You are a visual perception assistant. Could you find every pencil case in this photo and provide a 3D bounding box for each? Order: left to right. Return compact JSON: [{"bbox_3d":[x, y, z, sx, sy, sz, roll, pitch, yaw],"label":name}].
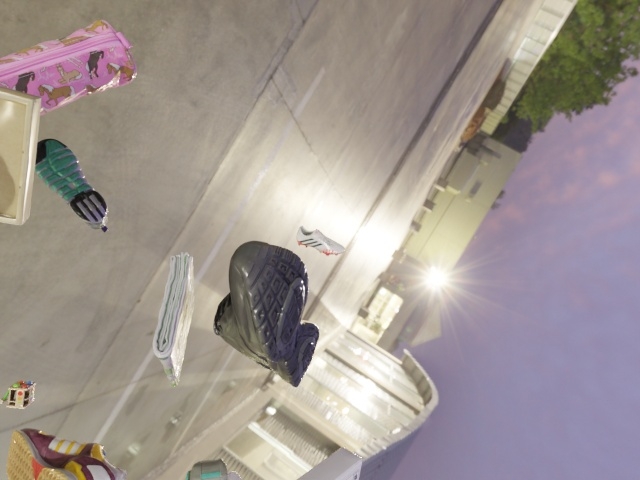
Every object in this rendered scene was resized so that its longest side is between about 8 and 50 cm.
[{"bbox_3d":[-0.620,-0.374,0.991,0.386,0.167,0.160,-41,145,-35],"label":"pencil case"}]

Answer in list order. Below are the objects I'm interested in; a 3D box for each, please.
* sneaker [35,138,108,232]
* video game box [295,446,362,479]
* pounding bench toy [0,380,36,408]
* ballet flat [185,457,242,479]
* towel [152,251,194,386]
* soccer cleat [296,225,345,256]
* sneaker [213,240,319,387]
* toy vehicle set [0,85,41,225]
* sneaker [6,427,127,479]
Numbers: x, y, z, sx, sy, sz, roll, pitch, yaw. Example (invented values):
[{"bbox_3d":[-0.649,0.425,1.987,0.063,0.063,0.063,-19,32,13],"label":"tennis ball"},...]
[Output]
[{"bbox_3d":[-0.540,-0.113,0.944,0.083,0.224,0.098,-33,170,-26],"label":"sneaker"},{"bbox_3d":[-0.024,0.427,0.626,0.205,0.048,0.187,-1,101,-53],"label":"video game box"},{"bbox_3d":[-0.878,0.440,1.259,0.052,0.083,0.065,-150,-114,-83],"label":"pounding bench toy"},{"bbox_3d":[-0.152,0.388,0.676,0.213,0.068,0.072,91,-13,-53],"label":"ballet flat"},{"bbox_3d":[-0.163,0.094,0.489,0.152,0.023,0.113,115,-18,-57],"label":"towel"},{"bbox_3d":[0.000,0.000,0.701,0.029,0.083,0.036,-54,156,-50],"label":"soccer cleat"},{"bbox_3d":[-0.082,0.096,0.543,0.286,0.130,0.109,85,27,-52],"label":"sneaker"},{"bbox_3d":[-0.490,-0.124,0.509,0.166,0.266,0.035,-71,-156,17],"label":"toy vehicle set"},{"bbox_3d":[-0.337,0.296,0.574,0.083,0.185,0.070,12,90,-56],"label":"sneaker"}]
